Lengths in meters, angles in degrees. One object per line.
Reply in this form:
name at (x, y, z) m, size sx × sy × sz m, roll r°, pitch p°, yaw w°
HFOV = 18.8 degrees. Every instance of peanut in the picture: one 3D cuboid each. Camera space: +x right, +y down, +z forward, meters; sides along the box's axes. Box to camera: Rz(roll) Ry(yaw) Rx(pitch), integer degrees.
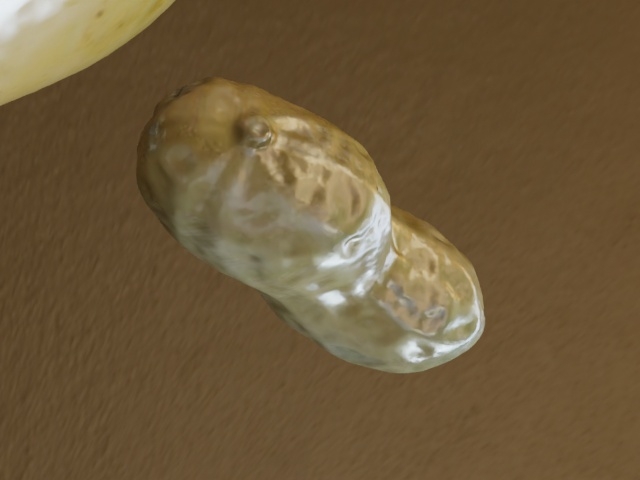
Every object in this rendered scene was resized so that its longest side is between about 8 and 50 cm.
peanut at (0.000, 0.000, 1.079) m, size 0.101 × 0.117 × 0.263 m, roll -56°, pitch -46°, yaw -9°

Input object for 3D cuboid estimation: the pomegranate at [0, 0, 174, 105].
pomegranate at (-0.163, -0.202, 0.633) m, size 0.338 × 0.338 × 0.338 m, roll 5°, pitch -111°, yaw -12°
